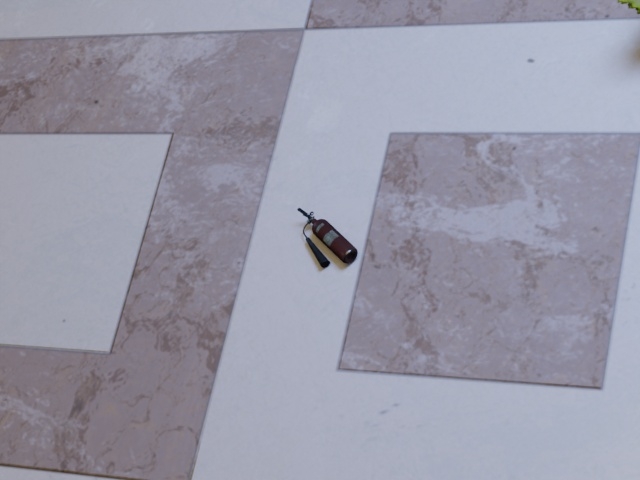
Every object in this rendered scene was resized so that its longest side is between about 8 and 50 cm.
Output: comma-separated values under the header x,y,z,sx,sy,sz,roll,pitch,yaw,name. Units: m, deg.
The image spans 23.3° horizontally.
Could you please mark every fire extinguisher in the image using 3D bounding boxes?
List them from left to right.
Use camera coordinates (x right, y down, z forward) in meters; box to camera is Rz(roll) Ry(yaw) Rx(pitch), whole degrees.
x,y,z,sx,sy,sz,roll,pitch,yaw,name
0.003,0.002,1.990,0.100,0.032,0.046,43,121,35,fire extinguisher

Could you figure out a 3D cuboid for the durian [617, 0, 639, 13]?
x,y,z,sx,sy,sz,roll,pitch,yaw,name
0.497,-0.402,1.879,0.157,0.169,0.355,21,81,36,durian
